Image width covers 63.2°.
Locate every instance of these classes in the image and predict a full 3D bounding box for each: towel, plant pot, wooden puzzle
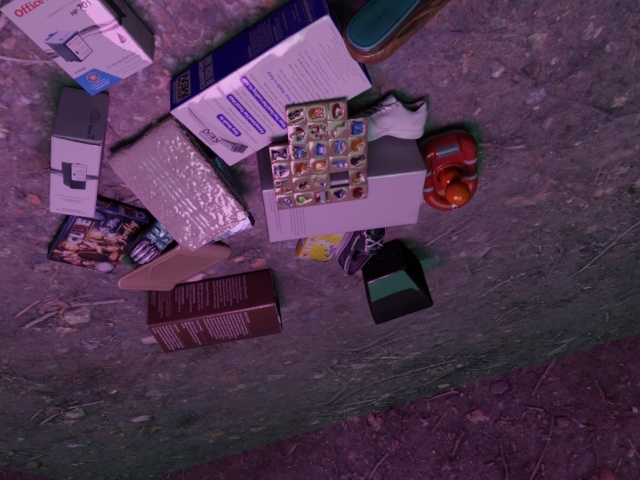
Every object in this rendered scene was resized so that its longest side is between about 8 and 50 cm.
[{"bbox_3d":[-0.303,-0.118,1.145,0.187,0.049,0.282,-28,115,15],"label":"towel"},{"bbox_3d":[0.213,0.112,1.580,0.188,0.187,0.167,-20,131,12],"label":"plant pot"},{"bbox_3d":[-0.393,0.064,1.407,0.239,0.044,0.221,-30,162,18],"label":"wooden puzzle"}]

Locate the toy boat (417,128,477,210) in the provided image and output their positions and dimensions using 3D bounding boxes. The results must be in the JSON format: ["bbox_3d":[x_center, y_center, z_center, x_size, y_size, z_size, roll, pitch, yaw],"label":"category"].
[{"bbox_3d":[0.320,-0.147,1.271,0.151,0.151,0.231,-16,144,7],"label":"toy boat"}]

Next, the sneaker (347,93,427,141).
[{"bbox_3d":[0.132,-0.272,1.130,0.212,0.080,0.094,-7,133,-18],"label":"sneaker"}]

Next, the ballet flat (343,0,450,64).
[{"bbox_3d":[0.184,-0.424,0.879,0.342,0.116,0.124,-44,169,9],"label":"ballet flat"}]

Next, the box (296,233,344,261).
[{"bbox_3d":[0.000,0.000,1.475,0.105,0.043,0.179,4,139,-22],"label":"box"}]

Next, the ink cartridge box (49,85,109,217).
[{"bbox_3d":[-0.474,-0.171,1.021,0.087,0.153,0.208,8,139,-23],"label":"ink cartridge box"}]

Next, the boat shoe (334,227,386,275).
[{"bbox_3d":[0.131,-0.008,1.436,0.108,0.102,0.301,0,144,-32],"label":"boat shoe"}]

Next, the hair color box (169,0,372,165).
[{"bbox_3d":[-0.096,-0.299,0.990,0.339,0.110,0.185,-26,143,17],"label":"hair color box"}]

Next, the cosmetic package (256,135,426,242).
[{"bbox_3d":[0.045,-0.126,1.220,0.366,0.155,0.196,-8,143,-6],"label":"cosmetic package"}]

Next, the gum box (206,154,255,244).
[{"bbox_3d":[-0.264,-0.089,1.213,0.157,0.041,0.184,-20,115,10],"label":"gum box"}]

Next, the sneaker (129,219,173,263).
[{"bbox_3d":[-0.382,-0.040,1.292,0.224,0.098,0.083,-39,115,-5],"label":"sneaker"}]

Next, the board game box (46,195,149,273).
[{"bbox_3d":[-0.558,-0.013,1.301,0.165,0.042,0.243,19,134,-35],"label":"board game box"}]

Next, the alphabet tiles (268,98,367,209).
[{"bbox_3d":[-0.002,-0.169,1.052,0.199,0.009,0.237,-8,131,-4],"label":"alphabet tiles"}]

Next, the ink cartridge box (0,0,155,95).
[{"bbox_3d":[-0.390,-0.355,0.855,0.140,0.082,0.190,-23,144,15],"label":"ink cartridge box"}]

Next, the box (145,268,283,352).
[{"bbox_3d":[-0.319,0.219,1.603,0.382,0.143,0.191,-8,143,-2],"label":"box"}]
